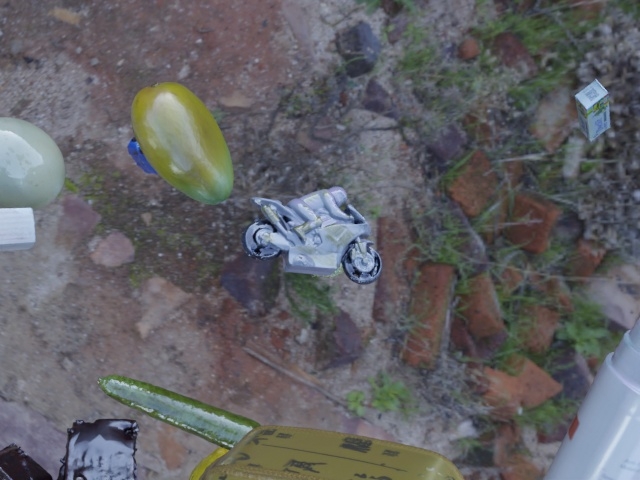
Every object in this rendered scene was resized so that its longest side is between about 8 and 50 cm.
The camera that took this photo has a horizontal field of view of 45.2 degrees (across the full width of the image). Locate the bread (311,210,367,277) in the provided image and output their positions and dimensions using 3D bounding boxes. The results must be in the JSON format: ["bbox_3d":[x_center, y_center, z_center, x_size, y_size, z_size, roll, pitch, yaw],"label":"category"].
[{"bbox_3d":[0.000,0.000,1.353,0.140,0.069,0.128,41,49,2],"label":"bread"}]

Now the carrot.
[{"bbox_3d":[-0.272,0.340,1.514,0.359,0.074,0.074,26,75,-21],"label":"carrot"}]

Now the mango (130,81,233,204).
[{"bbox_3d":[-0.188,-0.134,1.077,0.194,0.092,0.130,59,29,-24],"label":"mango"}]

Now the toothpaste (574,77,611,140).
[{"bbox_3d":[0.457,-0.217,1.286,0.046,0.034,0.164,-38,158,10],"label":"toothpaste"}]

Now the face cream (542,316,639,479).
[{"bbox_3d":[0.333,0.223,0.865,0.102,0.102,0.345,1,118,-35],"label":"face cream"}]

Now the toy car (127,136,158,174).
[{"bbox_3d":[-0.381,-0.193,1.803,0.063,0.216,0.103,-46,124,-23],"label":"toy car"}]

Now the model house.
[{"bbox_3d":[-0.301,0.299,0.890,0.203,0.141,0.164,-6,92,-13],"label":"model house"}]

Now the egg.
[{"bbox_3d":[-0.656,-0.164,1.655,0.188,0.189,0.253,-61,163,-18],"label":"egg"}]

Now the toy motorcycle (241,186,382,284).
[{"bbox_3d":[-0.005,-0.020,1.190,0.225,0.073,0.152,13,68,-12],"label":"toy motorcycle"}]

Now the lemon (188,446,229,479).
[{"bbox_3d":[-0.217,0.619,1.810,0.204,0.204,0.260,-3,74,-35],"label":"lemon"}]

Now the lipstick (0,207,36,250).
[{"bbox_3d":[-0.749,-0.013,1.476,0.372,0.076,0.079,-4,78,-31],"label":"lipstick"}]

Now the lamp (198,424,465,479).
[{"bbox_3d":[0.008,0.205,0.492,0.161,0.185,0.161,0,90,-68],"label":"lamp"}]
